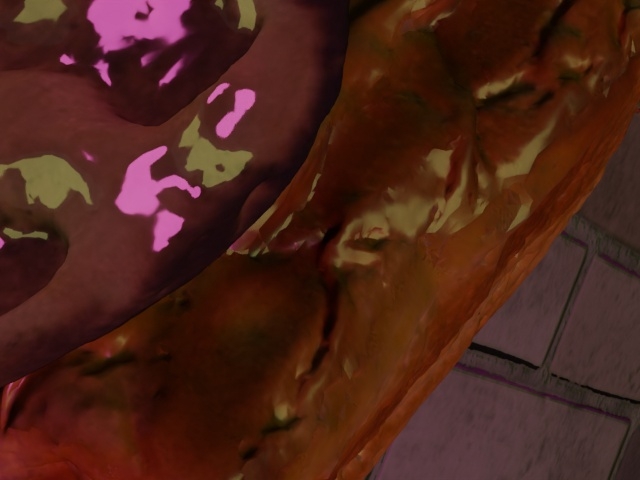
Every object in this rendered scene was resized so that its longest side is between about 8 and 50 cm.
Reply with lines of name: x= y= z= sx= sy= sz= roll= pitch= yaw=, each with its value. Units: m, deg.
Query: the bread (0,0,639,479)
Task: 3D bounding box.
bread: x=-0.004 y=-0.005 z=0.787 sx=0.344 sy=0.149 sz=0.195 roll=-49 pitch=167 yaw=-28

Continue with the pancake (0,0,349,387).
pancake: x=-0.125 y=-0.046 z=0.554 sx=0.294 sy=0.049 sz=0.294 roll=-16 pitch=134 yaw=-17
